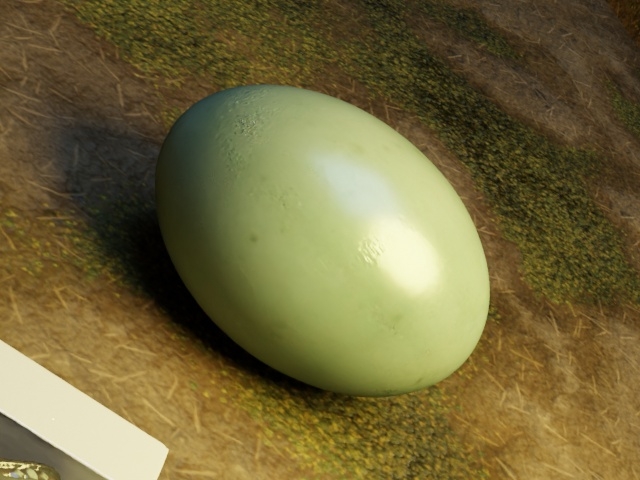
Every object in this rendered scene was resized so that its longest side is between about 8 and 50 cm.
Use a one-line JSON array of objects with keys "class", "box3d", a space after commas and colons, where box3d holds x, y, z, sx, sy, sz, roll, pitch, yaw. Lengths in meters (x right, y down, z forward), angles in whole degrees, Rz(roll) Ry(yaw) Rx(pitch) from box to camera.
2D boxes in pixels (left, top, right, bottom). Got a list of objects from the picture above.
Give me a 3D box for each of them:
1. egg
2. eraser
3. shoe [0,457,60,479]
[{"class": "egg", "box3d": [0.000, 0.000, 1.484, 0.389, 0.276, 0.276, 41, 30, 3]}, {"class": "eraser", "box3d": [-0.277, 0.139, 1.192, 0.298, 0.076, 0.078, 34, 30, -8]}, {"class": "shoe", "box3d": [-0.277, 0.236, 1.022, 0.293, 0.109, 0.149, 6, 37, -50]}]
